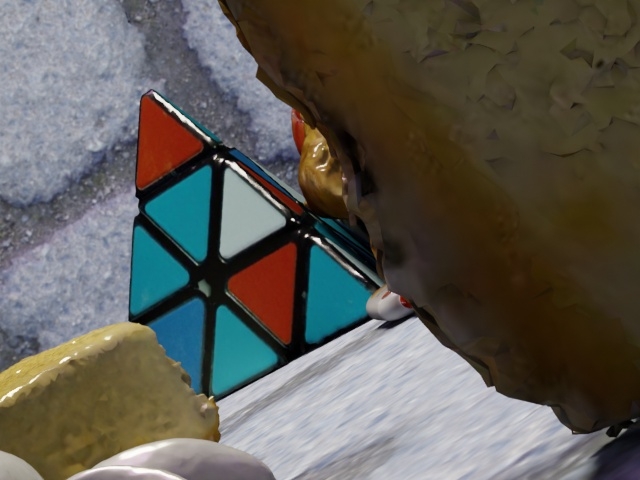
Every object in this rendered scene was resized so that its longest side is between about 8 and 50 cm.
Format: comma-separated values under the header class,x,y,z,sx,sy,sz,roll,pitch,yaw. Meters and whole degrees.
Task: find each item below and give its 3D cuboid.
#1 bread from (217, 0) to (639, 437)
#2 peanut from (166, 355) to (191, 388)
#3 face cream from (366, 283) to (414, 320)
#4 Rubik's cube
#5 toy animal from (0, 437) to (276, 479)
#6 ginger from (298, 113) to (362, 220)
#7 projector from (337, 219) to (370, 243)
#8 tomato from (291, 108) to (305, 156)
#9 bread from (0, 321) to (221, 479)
class,x,y,z,sx,sy,sz,roll,pitch,yaw
bread,0.111,-0.135,0.575,0.248,0.315,0.279,-27,5,36
peanut,-0.169,0.135,1.280,0.104,0.085,0.228,-20,7,30
face cream,0.053,0.037,1.200,0.040,0.021,0.083,-33,3,-9
Rubik's cube,-0.103,0.047,1.433,0.234,0.250,0.284,-51,6,6
toy animal,-0.138,0.120,0.808,0.221,0.130,0.104,-29,-11,8
ginger,0.104,-0.142,1.406,0.357,0.152,0.274,-46,-14,15
projector,0.000,0.000,1.779,0.269,0.088,0.193,-33,0,-37
tomato,0.088,-0.080,1.670,0.228,0.101,0.228,-2,22,1
bread,-0.206,0.158,1.014,0.275,0.114,0.185,-35,8,-34
